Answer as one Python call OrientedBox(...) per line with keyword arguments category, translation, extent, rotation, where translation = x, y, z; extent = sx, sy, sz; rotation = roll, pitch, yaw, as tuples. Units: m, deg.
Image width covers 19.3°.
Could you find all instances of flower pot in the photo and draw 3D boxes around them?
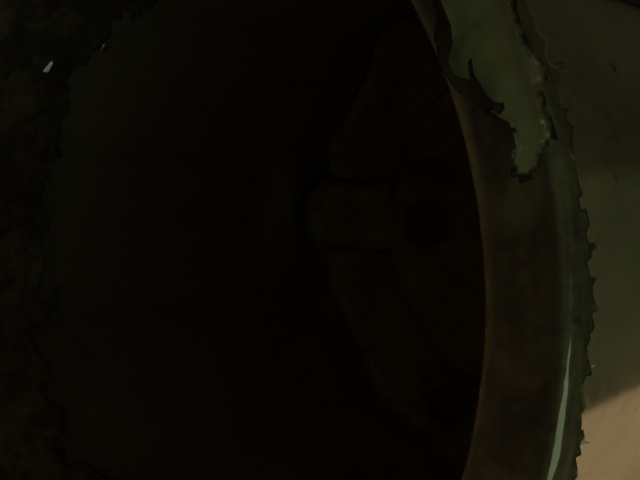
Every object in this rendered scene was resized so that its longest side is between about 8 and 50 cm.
OrientedBox(category="flower pot", translation=(0.000, 0.000, 0.542), extent=(0.259, 0.290, 0.290), rotation=(-9, 130, -54))
